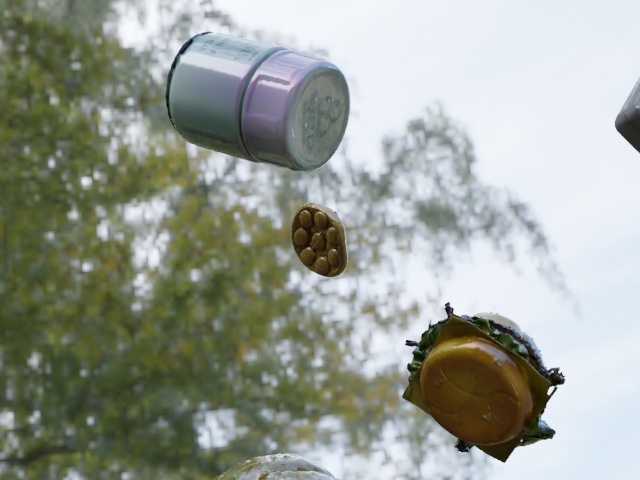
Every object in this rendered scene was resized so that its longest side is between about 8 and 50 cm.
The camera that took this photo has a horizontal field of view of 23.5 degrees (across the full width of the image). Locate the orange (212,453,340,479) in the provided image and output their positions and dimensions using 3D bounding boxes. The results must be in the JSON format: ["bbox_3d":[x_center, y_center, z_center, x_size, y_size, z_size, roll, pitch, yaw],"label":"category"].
[{"bbox_3d":[-0.079,0.460,2.395,0.271,0.369,0.210,-48,-60,-1],"label":"orange"}]

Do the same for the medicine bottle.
[{"bbox_3d":[-0.067,-0.152,1.693,0.168,0.135,0.135,17,-16,34],"label":"medicine bottle"}]

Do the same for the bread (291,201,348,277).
[{"bbox_3d":[0.000,0.000,2.131,0.024,0.110,0.110,-25,-16,-39],"label":"bread"}]

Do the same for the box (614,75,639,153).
[{"bbox_3d":[0.446,-0.186,1.907,0.103,0.243,0.055,43,-42,-7],"label":"box"}]

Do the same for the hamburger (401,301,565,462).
[{"bbox_3d":[0.187,0.155,1.721,0.164,0.189,0.093,-48,-6,39],"label":"hamburger"}]
